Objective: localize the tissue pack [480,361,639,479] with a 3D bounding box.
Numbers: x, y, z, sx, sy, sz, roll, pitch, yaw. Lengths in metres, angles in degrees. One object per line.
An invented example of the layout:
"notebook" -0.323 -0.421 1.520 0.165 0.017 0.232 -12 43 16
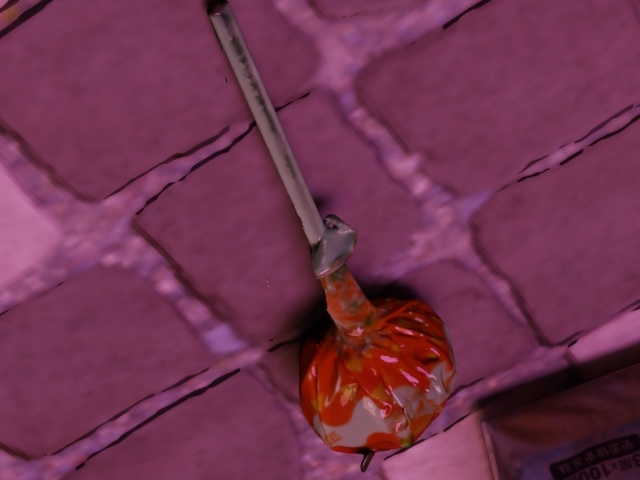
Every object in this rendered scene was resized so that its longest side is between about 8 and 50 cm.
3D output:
"tissue pack" 0.193 0.118 0.681 0.229 0.145 0.159 -18 138 -5

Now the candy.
"candy" 0.000 0.000 0.564 0.055 0.049 0.185 -44 136 -22
